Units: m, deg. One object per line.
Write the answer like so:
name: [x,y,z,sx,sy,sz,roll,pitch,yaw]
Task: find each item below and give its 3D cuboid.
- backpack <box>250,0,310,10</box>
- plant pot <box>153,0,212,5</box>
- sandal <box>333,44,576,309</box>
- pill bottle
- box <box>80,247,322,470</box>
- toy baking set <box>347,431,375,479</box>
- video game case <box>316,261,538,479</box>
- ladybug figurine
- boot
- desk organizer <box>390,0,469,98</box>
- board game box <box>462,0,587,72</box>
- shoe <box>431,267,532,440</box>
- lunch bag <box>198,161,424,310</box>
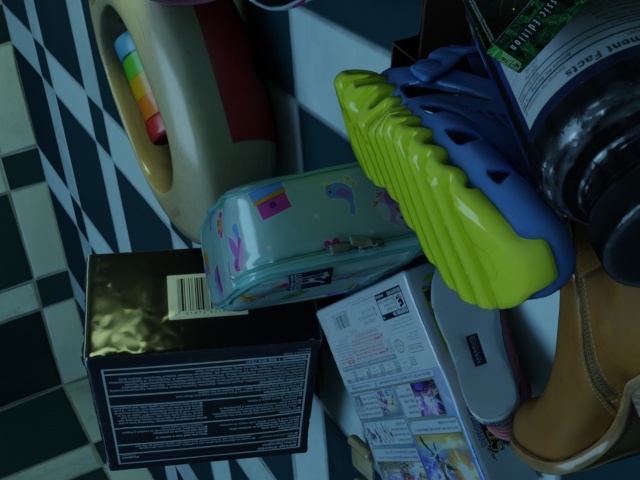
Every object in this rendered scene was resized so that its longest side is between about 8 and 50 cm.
backpack: [-0.038,-0.315,0.757,0.225,0.191,0.253,46,159,-15]
plant pot: [-0.162,-0.400,1.037,0.201,0.201,0.180,107,153,-55]
sandal: [0.109,-0.069,0.668,0.317,0.138,0.126,-115,5,-56]
pill bottle: [0.169,-0.087,0.532,0.122,0.123,0.219,101,161,-51]
box: [-0.164,0.164,1.278,0.294,0.296,0.182,97,167,-48]
toy baking set: [0.111,0.372,1.229,0.256,0.030,0.196,50,153,40]
video game case: [0.106,0.163,1.026,0.244,0.061,0.269,70,157,6]
ladybug figurine: [-0.181,-0.220,1.235,0.305,0.162,0.449,-16,94,68]
boot: [0.200,0.058,0.686,0.283,0.109,0.220,127,129,-76]
desk organizer: [0.095,-0.184,0.788,0.047,0.050,0.130,49,149,41]
board game box: [0.118,-0.213,0.528,0.136,0.030,0.259,-51,28,30]
shoe: [0.152,0.098,0.866,0.081,0.064,0.178,52,-156,-55]
lunch bag: [0.000,0.000,0.934,0.279,0.224,0.107,147,113,-72]
